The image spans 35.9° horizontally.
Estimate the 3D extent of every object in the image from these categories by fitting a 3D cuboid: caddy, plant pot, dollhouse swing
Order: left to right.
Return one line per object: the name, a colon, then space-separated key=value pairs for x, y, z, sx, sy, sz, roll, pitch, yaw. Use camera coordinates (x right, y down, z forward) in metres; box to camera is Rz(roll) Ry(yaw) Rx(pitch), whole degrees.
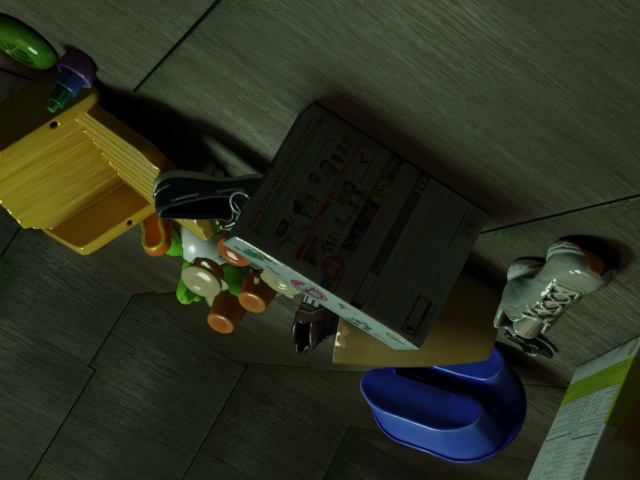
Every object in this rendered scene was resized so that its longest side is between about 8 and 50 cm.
dollhouse swing: x=-0.420 y=-0.080 z=1.819 sx=0.305 sy=0.315 sz=0.347 roll=53 pitch=173 yaw=34
plant pot: x=0.169 y=0.115 z=1.662 sx=0.254 sy=0.237 sz=0.237 roll=11 pitch=162 yaw=5
caddy: x=0.250 y=0.311 z=2.025 sx=0.341 sy=0.241 sz=0.179 roll=15 pitch=152 yaw=34

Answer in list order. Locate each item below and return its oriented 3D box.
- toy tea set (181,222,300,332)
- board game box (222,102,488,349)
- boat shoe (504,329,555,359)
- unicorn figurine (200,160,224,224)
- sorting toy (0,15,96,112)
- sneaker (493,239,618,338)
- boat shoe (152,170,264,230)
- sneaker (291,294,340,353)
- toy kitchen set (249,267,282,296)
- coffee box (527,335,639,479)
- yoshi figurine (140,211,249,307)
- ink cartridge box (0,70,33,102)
toy tea set: x=-0.154 y=0.053 z=1.982 sx=0.200 sy=0.124 sz=0.336 roll=39 pitch=137 yaw=-14
board game box: x=0.052 y=-0.015 z=1.401 sx=0.303 sy=0.224 sz=0.097 roll=32 pitch=166 yaw=-11
boat shoe: x=0.379 y=0.187 z=1.796 sx=0.125 sy=0.038 sz=0.046 roll=39 pitch=161 yaw=-32
unicorn figurine: x=-0.188 y=-0.084 z=1.849 sx=0.060 sy=0.111 sz=0.162 roll=0 pitch=137 yaw=2
sorting toy: x=-0.559 y=-0.308 z=1.703 sx=0.365 sy=0.126 sz=0.127 roll=24 pitch=163 yaw=19
sneaker: x=0.330 y=0.083 z=1.415 sx=0.099 sy=0.121 sz=0.262 roll=29 pitch=164 yaw=-4
boat shoe: x=-0.155 y=-0.066 z=1.677 sx=0.254 sy=0.079 sz=0.095 roll=5 pitch=144 yaw=-21
sneaker: x=0.000 y=0.195 z=2.225 sx=0.106 sy=0.163 sz=0.281 roll=20 pitch=161 yaw=28
toy kitchen set: x=-0.138 y=0.107 z=2.425 sx=0.068 sy=0.075 sz=0.083 roll=114 pitch=135 yaw=-71
coffee box: x=0.555 y=0.399 z=1.610 sx=0.337 sy=0.334 sz=0.338 roll=27 pitch=164 yaw=4
yoshi figurine: x=-0.232 y=0.046 z=2.122 sx=0.203 sy=0.203 sz=0.362 roll=13 pitch=162 yaw=25
ink cartridge box: x=-0.569 y=-0.245 z=1.966 sx=0.212 sy=0.093 sz=0.154 roll=18 pitch=160 yaw=26
